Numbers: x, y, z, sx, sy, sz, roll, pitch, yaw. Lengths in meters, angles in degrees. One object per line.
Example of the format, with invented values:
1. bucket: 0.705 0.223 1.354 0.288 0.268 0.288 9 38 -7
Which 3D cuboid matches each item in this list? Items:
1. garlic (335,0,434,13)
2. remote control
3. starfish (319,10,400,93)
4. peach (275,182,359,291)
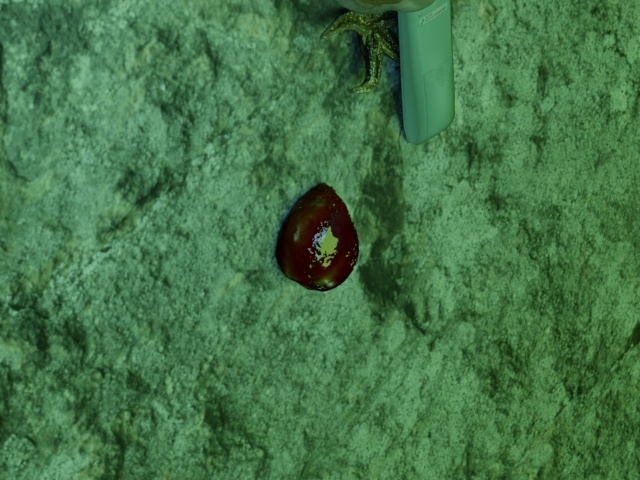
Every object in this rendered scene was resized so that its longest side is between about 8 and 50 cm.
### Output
1. garlic: 0.053 -0.431 1.899 0.281 0.185 0.203 14 69 -16
2. remote control: 0.174 -0.278 2.082 0.103 0.051 0.293 -36 141 -24
3. starfish: 0.081 -0.332 2.030 0.238 0.057 0.213 -3 101 -41
4. peach: 0.004 0.002 2.096 0.127 0.092 0.172 4 110 -33
